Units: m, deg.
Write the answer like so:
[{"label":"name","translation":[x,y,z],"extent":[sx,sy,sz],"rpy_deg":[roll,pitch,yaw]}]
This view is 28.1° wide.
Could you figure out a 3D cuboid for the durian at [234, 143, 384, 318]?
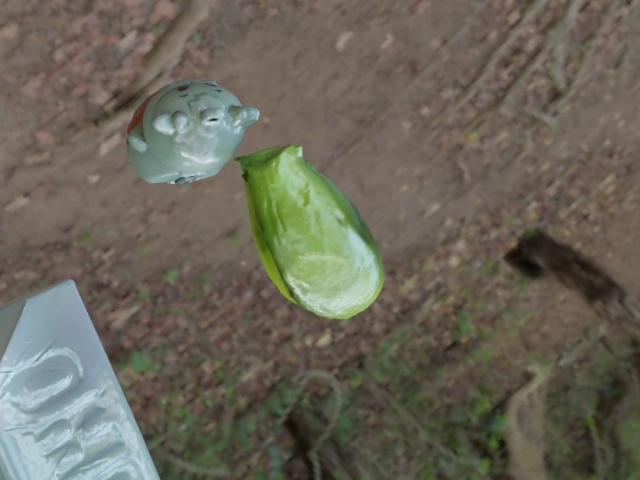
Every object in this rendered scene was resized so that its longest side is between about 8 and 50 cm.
[{"label":"durian","translation":[0.000,0.000,1.246],"extent":[0.101,0.139,0.250],"rpy_deg":[-24,133,15]}]

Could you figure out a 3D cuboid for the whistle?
[{"label":"whistle","translation":[-0.135,-0.105,1.258],"extent":[0.105,0.102,0.253],"rpy_deg":[-70,-164,-13]}]

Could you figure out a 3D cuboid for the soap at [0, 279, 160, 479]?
[{"label":"soap","translation":[-0.271,0.202,1.280],"extent":[0.095,0.289,0.173],"rpy_deg":[-18,-173,37]}]
